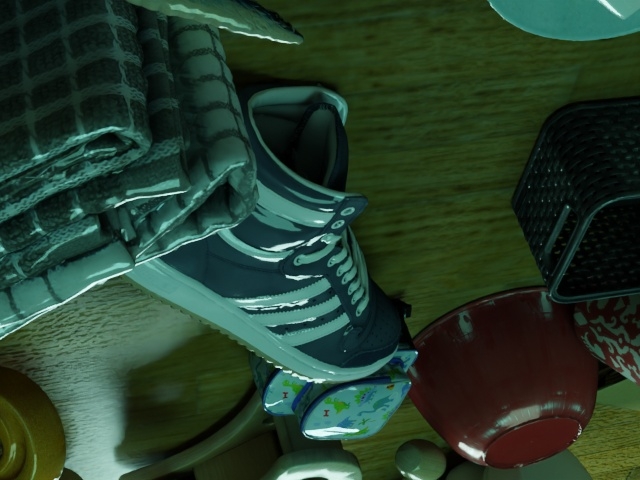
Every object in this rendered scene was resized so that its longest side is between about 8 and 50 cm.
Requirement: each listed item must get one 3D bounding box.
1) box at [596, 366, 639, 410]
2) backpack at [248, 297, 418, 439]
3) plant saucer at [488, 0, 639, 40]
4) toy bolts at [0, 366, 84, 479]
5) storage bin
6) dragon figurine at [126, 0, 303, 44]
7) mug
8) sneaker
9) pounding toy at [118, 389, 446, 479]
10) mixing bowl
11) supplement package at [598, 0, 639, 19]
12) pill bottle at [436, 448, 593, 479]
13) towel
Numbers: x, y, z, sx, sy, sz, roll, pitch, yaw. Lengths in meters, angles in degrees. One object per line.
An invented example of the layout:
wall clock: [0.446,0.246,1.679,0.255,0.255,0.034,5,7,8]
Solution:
box: [0.363,0.134,1.152,0.201,0.021,0.164,11,155,-20]
backpack: [0.009,0.101,0.965,0.114,0.084,0.105,5,138,-25]
plant saucer: [0.169,-0.189,0.666,0.195,0.037,0.195,-11,146,-8]
toy bolts: [-0.175,0.199,0.964,0.158,0.228,0.218,-26,135,-60]
storage bin: [0.240,-0.032,0.879,0.180,0.084,0.122,-6,145,-15]
dragon figurine: [-0.138,-0.144,0.431,0.289,0.144,0.085,8,157,19]
mug: [0.294,0.083,0.965,0.150,0.169,0.113,21,95,-31]
sneaker: [0.000,0.000,0.805,0.153,0.099,0.282,-34,140,26]
pounding toy: [-0.032,0.222,1.052,0.269,0.155,0.154,-24,150,10]
mixing bowl: [0.163,0.130,1.062,0.181,0.098,0.181,-11,145,-8]
supplement package: [0.122,-0.257,0.404,0.262,0.199,0.198,-37,141,26]
pill bottle: [0.142,0.323,1.268,0.161,0.161,0.283,19,132,-41]
towel: [-0.184,-0.059,0.523,0.283,0.235,0.121,-24,140,9]
